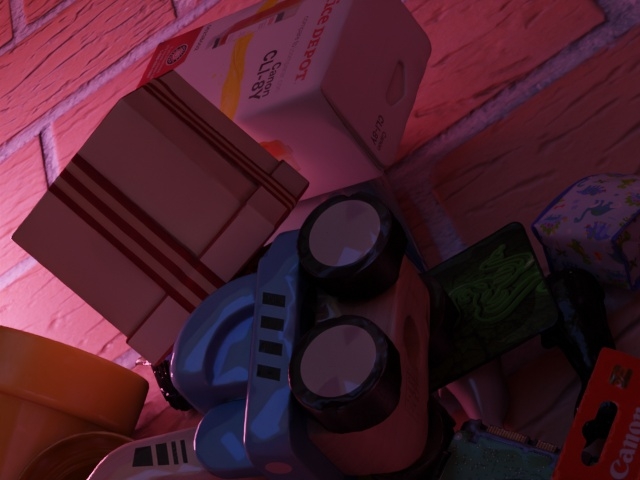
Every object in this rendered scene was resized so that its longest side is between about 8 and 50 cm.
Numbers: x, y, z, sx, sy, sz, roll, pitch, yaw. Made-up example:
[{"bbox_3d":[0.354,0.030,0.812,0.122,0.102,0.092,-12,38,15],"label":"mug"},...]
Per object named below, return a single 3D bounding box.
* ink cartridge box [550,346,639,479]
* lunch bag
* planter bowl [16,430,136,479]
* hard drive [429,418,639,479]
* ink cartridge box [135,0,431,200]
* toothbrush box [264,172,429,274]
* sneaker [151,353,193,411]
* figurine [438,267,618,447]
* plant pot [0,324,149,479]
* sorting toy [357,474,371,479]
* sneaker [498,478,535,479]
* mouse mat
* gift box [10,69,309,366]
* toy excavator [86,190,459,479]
[{"bbox_3d":[0.346,0.201,1.266,0.232,0.066,0.189,21,63,14],"label":"ink cartridge box"},{"bbox_3d":[0.338,-0.023,1.553,0.128,0.096,0.151,12,49,48],"label":"lunch bag"},{"bbox_3d":[-0.272,0.351,1.688,0.217,0.090,0.217,-2,70,5],"label":"planter bowl"},{"bbox_3d":[0.174,0.349,1.292,0.236,0.064,0.339,14,62,29],"label":"hard drive"},{"bbox_3d":[-0.074,-0.185,1.832,0.384,0.160,0.279,-16,39,34],"label":"ink cartridge box"},{"bbox_3d":[0.000,0.000,1.812,0.216,0.126,0.295,-33,35,11],"label":"toothbrush box"},{"bbox_3d":[-0.145,0.172,1.814,0.221,0.083,0.087,-8,16,47],"label":"sneaker"},{"bbox_3d":[0.228,0.161,1.476,0.215,0.092,0.209,-29,42,18],"label":"figurine"},{"bbox_3d":[-0.382,0.260,1.806,0.254,0.254,0.239,4,71,44],"label":"plant pot"},{"bbox_3d":[0.012,0.198,1.556,0.127,0.126,0.366,-48,16,58],"label":"sorting toy"},{"bbox_3d":[0.232,0.304,1.195,0.226,0.086,0.163,12,80,34],"label":"sneaker"},{"bbox_3d":[0.164,0.076,1.524,0.189,0.007,0.153,-30,48,16],"label":"mouse mat"},{"bbox_3d":[-0.179,-0.013,1.622,0.276,0.258,0.255,-49,2,23],"label":"gift box"},{"bbox_3d":[-0.095,0.203,1.438,0.445,0.222,0.433,-11,55,22],"label":"toy excavator"}]
